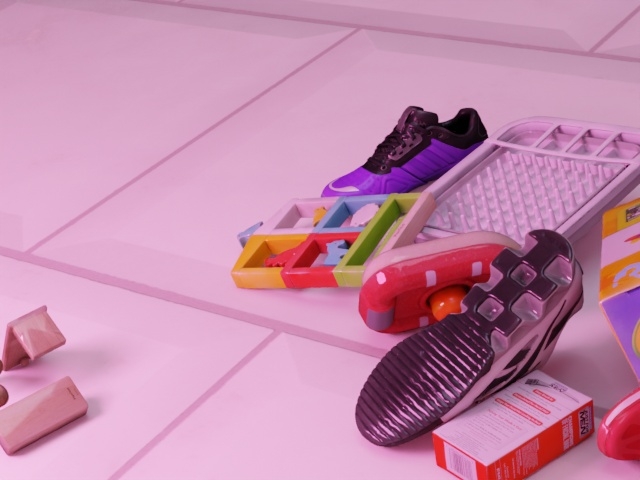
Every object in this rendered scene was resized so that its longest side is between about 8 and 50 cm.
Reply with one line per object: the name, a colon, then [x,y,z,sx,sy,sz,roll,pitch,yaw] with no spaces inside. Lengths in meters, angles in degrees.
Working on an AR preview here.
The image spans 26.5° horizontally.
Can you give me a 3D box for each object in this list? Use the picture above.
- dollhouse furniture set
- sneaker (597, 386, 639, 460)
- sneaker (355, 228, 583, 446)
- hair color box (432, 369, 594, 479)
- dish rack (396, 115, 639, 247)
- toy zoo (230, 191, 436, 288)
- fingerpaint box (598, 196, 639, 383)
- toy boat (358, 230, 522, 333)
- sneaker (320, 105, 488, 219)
dollhouse furniture set: [-0.383,0.200,1.749,0.144,0.123,0.151,-27,70,-31]
sneaker: [0.423,0.211,1.477,0.221,0.087,0.128,-17,29,-13]
sneaker: [0.193,0.145,1.619,0.330,0.146,0.122,-40,48,-2]
hair color box: [0.221,0.218,1.544,0.167,0.053,0.093,-27,33,-28]
dish rack: [0.304,-0.063,1.953,0.286,0.072,0.333,14,42,45]
toy zoo: [0.000,0.000,1.946,0.293,0.030,0.192,-2,35,35]
fingerpaint box: [0.537,-0.006,1.460,0.445,0.163,0.371,-25,8,17]
toy boat: [0.170,0.085,1.738,0.231,0.151,0.151,-13,60,-7]
sneaker: [0.128,-0.134,2.096,0.293,0.146,0.102,-18,31,-19]
